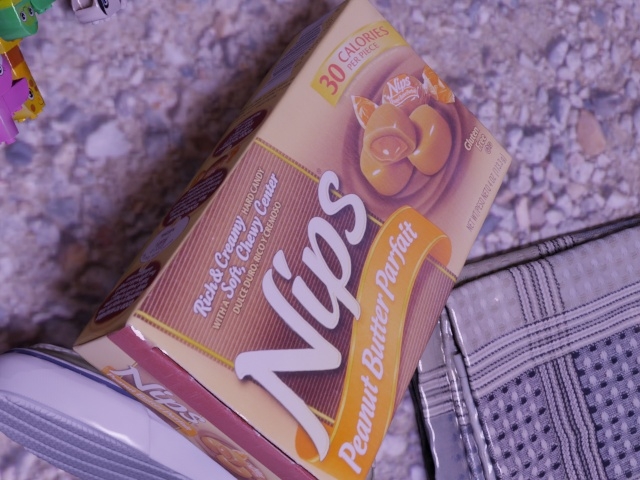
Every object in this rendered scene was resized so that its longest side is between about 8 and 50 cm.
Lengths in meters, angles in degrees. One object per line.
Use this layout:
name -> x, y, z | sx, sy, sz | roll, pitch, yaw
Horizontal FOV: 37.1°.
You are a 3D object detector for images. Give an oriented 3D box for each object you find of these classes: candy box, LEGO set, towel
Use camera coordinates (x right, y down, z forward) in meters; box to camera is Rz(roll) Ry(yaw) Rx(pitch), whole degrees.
candy box -> 0.000, 0.000, 0.656 | 0.183, 0.087, 0.316 | 43, 56, -18
LEGO set -> -0.195, -0.115, 0.603 | 0.227, 0.087, 0.093 | -68, 144, -56
towel -> 0.230, 0.152, 0.827 | 0.324, 0.056, 0.312 | -15, 97, -22

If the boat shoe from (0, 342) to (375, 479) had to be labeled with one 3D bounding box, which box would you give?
boat shoe -> -0.089, 0.134, 0.673 | 0.302, 0.109, 0.094 | 29, 54, -25
